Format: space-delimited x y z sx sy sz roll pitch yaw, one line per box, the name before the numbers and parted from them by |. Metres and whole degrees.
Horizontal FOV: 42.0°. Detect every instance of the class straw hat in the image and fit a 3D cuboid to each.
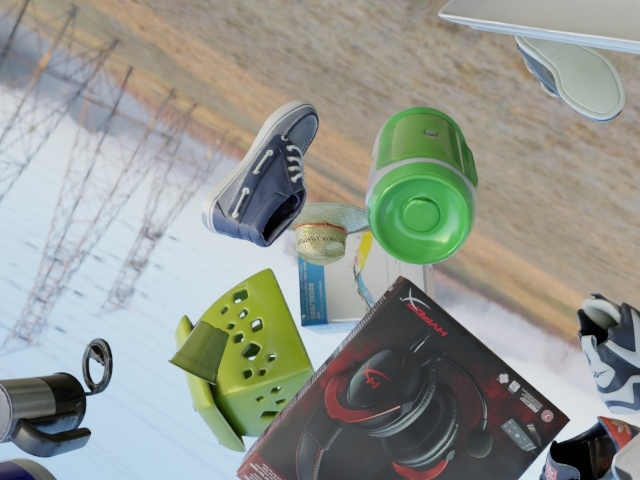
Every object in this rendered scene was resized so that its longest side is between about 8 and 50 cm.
straw hat | 0.000 0.000 1.110 0.144 0.061 0.144 1 161 0

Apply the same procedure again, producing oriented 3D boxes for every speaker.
speaker | 0.124 -0.078 1.031 0.131 0.131 0.296 27 -157 -5

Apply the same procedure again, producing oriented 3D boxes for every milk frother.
milk frother | -0.343 0.186 1.036 0.129 0.143 0.135 13 -179 24

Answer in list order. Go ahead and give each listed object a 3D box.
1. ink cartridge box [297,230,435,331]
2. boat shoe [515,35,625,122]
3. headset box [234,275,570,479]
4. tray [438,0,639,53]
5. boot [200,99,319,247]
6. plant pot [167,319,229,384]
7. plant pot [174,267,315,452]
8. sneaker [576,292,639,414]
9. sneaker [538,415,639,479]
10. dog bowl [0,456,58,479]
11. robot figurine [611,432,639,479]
ink cartridge box | 0.090 0.080 1.558 0.233 0.168 0.171 -6 167 12
boat shoe | 0.488 -0.323 1.616 0.091 0.114 0.302 50 -168 -53
headset box | 0.071 0.215 0.864 0.218 0.293 0.110 42 -179 3
tray | 0.280 -0.251 0.908 0.270 0.145 0.030 18 138 31
boot | -0.038 -0.070 0.887 0.086 0.190 0.069 20 153 34
plant pot | -0.178 0.167 1.269 0.083 0.079 0.083 26 171 5
plant pot | -0.122 0.223 1.460 0.228 0.207 0.227 70 175 -52
sneaker | 0.442 0.116 1.174 0.153 0.235 0.094 57 153 -9
sneaker | 0.432 0.447 1.504 0.148 0.350 0.131 32 -168 -31
dog bowl | -0.419 0.416 1.055 0.265 0.265 0.104 30 -165 34
robot figurine | 0.360 0.193 0.680 0.209 0.278 0.173 49 -173 38
